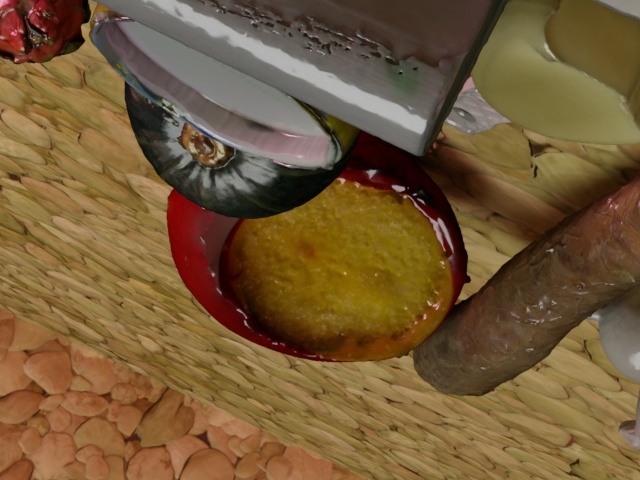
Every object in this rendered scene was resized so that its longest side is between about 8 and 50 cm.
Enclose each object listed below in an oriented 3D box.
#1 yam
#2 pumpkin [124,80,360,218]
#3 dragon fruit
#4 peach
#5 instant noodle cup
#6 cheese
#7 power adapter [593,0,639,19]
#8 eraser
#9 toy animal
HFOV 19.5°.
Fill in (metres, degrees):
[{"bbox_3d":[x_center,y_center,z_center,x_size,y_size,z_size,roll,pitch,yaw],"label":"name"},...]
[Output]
[{"bbox_3d":[0.170,0.036,1.321,0.081,0.081,0.356,30,153,-10],"label":"yam"},{"bbox_3d":[-0.052,-0.096,1.262,0.167,0.125,0.167,26,141,23],"label":"pumpkin"},{"bbox_3d":[-0.216,-0.176,1.420,0.081,0.086,0.116,66,-164,-9],"label":"dragon fruit"},{"bbox_3d":[0.000,0.000,1.408,0.226,0.190,0.196,27,155,28],"label":"peach"},{"bbox_3d":[-0.029,-0.143,1.043,0.205,0.153,0.205,27,166,8],"label":"instant noodle cup"},{"bbox_3d":[0.129,-0.093,1.131,0.127,0.050,0.255,29,167,-12],"label":"cheese"},{"bbox_3d":[0.101,-0.184,0.719,0.187,0.124,0.255,28,167,7],"label":"power adapter"},{"bbox_3d":[-0.015,-0.161,0.902,0.227,0.174,0.081,26,165,6],"label":"eraser"},{"bbox_3d":[0.234,0.078,1.415,0.182,0.127,0.131,64,-158,4],"label":"toy animal"}]
